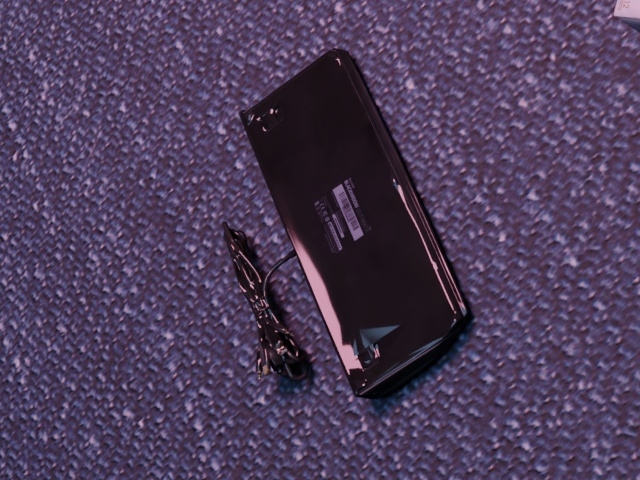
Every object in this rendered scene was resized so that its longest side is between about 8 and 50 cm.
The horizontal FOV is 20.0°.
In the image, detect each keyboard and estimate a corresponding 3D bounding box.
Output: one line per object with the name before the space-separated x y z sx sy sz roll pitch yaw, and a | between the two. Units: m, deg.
keyboard | 0.000 0.000 1.589 0.201 0.033 0.317 -34 57 19

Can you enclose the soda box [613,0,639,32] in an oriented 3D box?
soda box | 0.298 -0.260 1.395 0.069 0.074 0.216 13 86 40
